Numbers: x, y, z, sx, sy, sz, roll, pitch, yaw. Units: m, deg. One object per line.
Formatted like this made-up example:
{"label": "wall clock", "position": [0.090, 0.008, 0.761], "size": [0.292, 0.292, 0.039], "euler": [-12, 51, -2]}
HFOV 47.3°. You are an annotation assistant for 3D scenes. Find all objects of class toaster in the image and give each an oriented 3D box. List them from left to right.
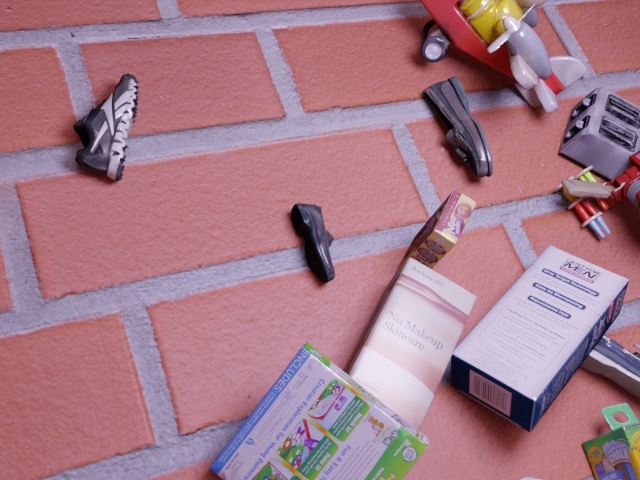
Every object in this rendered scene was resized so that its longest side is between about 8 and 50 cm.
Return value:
{"label": "toaster", "position": [0.669, -0.240, 1.700], "size": [0.185, 0.110, 0.168], "euler": [29, 59, -1]}

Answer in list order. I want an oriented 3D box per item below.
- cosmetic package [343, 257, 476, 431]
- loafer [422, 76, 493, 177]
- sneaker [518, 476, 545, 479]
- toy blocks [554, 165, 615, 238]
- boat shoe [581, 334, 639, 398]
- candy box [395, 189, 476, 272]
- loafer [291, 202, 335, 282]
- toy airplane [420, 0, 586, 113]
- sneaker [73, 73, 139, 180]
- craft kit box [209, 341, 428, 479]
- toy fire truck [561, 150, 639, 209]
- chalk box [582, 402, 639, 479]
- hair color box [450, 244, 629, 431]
{"label": "cosmetic package", "position": [0.143, 0.200, 1.294], "size": [0.153, 0.129, 0.296], "euler": [29, 58, 1]}
{"label": "loafer", "position": [0.301, -0.242, 1.611], "size": [0.084, 0.096, 0.268], "euler": [-14, 60, -2]}
{"label": "sneaker", "position": [0.464, 0.496, 1.246], "size": [0.292, 0.118, 0.110], "euler": [32, 60, 3]}
{"label": "toy blocks", "position": [0.610, -0.083, 1.632], "size": [0.123, 0.054, 0.148], "euler": [-26, 75, -29]}
{"label": "boat shoe", "position": [0.604, 0.247, 1.437], "size": [0.254, 0.095, 0.079], "euler": [28, 69, 9]}
{"label": "candy box", "position": [0.217, -0.002, 1.389], "size": [0.053, 0.187, 0.109], "euler": [32, 59, 1]}
{"label": "loafer", "position": [0.000, 0.000, 1.396], "size": [0.061, 0.062, 0.170], "euler": [-9, 68, -27]}
{"label": "toy airplane", "position": [0.446, -0.474, 1.657], "size": [0.384, 0.272, 0.386], "euler": [-7, 50, -42]}
{"label": "sneaker", "position": [-0.406, -0.226, 1.377], "size": [0.106, 0.078, 0.234], "euler": [11, 62, -14]}
{"label": "craft kit box", "position": [-0.002, 0.333, 1.146], "size": [0.246, 0.061, 0.250], "euler": [39, 95, 7]}
{"label": "toy fire truck", "position": [0.661, -0.108, 1.527], "size": [0.158, 0.246, 0.217], "euler": [54, 12, -25]}
{"label": "chalk box", "position": [0.581, 0.398, 1.323], "size": [0.132, 0.132, 0.213], "euler": [-6, 65, -20]}
{"label": "hair color box", "position": [0.412, 0.172, 1.369], "size": [0.173, 0.105, 0.347], "euler": [29, 54, 33]}
